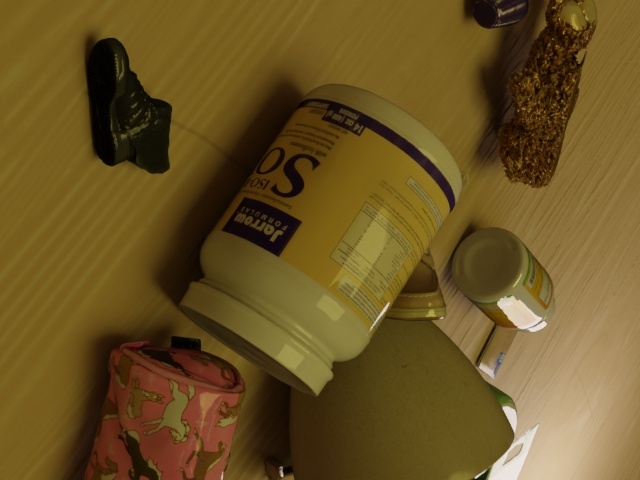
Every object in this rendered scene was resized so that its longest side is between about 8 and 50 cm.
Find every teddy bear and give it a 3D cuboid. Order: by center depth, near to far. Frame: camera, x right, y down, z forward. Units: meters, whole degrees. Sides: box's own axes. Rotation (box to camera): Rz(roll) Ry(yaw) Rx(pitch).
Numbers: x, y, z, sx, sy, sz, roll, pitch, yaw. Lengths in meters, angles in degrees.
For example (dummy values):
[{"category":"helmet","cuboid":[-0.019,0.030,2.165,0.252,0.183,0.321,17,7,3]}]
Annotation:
[{"category":"teddy bear","cuboid":[0.371,-0.258,1.675,0.245,0.113,0.338,-54,156,-45]}]

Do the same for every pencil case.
[{"category":"pencil case","cuboid":[-0.217,0.311,1.214,0.160,0.167,0.386,12,101,-32]}]

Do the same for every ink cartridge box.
[{"category":"ink cartridge box","cuboid":[0.280,0.421,1.715,0.171,0.056,0.235,-15,124,-52]}]

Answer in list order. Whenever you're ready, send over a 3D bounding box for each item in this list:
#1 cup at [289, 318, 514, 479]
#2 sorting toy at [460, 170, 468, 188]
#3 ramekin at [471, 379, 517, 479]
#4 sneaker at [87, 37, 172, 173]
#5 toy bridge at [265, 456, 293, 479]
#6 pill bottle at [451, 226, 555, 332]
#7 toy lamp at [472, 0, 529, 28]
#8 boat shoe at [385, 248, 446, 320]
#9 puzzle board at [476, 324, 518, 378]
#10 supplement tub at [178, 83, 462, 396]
[{"category":"cup","cuboid":[0.085,0.225,1.467,0.331,0.331,0.237,-24,95,-43]},{"category":"sorting toy","cuboid":[0.194,-0.070,1.637,0.083,0.045,0.075,-30,138,-40]},{"category":"ramekin","cuboid":[0.217,0.366,1.778,0.303,0.148,0.303,-36,140,-38]},{"category":"sneaker","cuboid":[-0.200,-0.143,1.088,0.089,0.051,0.170,-26,133,-42]},{"category":"toy bridge","cuboid":[-0.017,0.332,1.600,0.188,0.026,0.063,-31,132,-39]},{"category":"pill bottle","cuboid":[0.341,0.082,1.823,0.136,0.136,0.245,-61,144,-7]},{"category":"toy lamp","cuboid":[0.335,-0.406,1.598,0.274,0.080,0.080,-38,136,-37]},{"category":"boat shoe","cuboid":[0.107,0.032,1.415,0.109,0.302,0.098,2,105,-6]},{"category":"puzzle board","cuboid":[0.356,0.207,2.019,0.128,0.011,0.096,-61,145,-6]},{"category":"supplement tub","cuboid":[0.000,0.000,1.256,0.331,0.241,0.241,-57,143,-14]}]
